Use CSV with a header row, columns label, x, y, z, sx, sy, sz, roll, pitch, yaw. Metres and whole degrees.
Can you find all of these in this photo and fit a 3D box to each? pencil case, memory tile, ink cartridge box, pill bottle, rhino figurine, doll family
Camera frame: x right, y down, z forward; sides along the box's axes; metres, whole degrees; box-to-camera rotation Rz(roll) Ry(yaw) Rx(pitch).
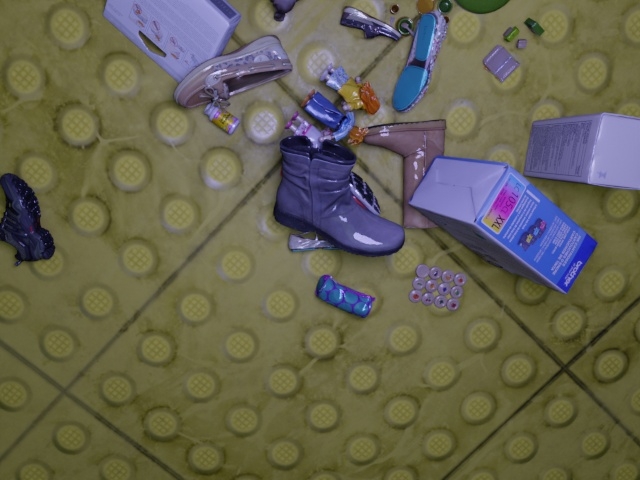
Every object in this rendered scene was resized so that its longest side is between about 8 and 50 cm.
label,x,y,z,sx,sy,sz,roll,pitch,yaw
pencil case,0.064,0.148,1.313,0.151,0.064,0.070,26,115,-9
memory tile,0.322,0.129,1.354,0.148,0.012,0.113,13,100,-6
ink cartridge box,0.441,-0.027,1.168,0.395,0.270,0.151,34,90,-25
ink cartridge box,-0.341,-0.509,1.114,0.275,0.060,0.239,41,141,-11
pill bottle,-0.242,-0.300,1.209,0.083,0.043,0.043,34,97,-10
rhino figurine,-0.029,-0.615,1.127,0.073,0.106,0.243,44,96,-12
doll family,0.047,-0.304,1.152,0.163,0.118,0.263,35,71,-10

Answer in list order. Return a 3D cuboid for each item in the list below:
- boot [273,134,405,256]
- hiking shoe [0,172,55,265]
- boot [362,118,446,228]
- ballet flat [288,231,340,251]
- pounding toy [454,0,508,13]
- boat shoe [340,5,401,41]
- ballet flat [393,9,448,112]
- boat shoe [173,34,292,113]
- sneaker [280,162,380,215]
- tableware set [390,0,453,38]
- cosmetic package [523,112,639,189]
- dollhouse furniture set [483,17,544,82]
label,x,y,z,sx,sy,sz,roll,pitch,yaw
boot,0.053,-0.100,1.128,0.338,0.118,0.223,15,131,2
hiking shoe,-0.747,-0.047,1.204,0.114,0.086,0.227,-16,103,-4
boot,0.220,-0.162,1.249,0.236,0.089,0.269,-5,103,-3
ballet flat,0.000,0.000,1.284,0.168,0.057,0.052,-2,92,-4
pounding toy,0.375,-0.650,1.147,0.237,0.110,0.183,25,99,-9
boat shoe,0.120,-0.511,1.189,0.152,0.056,0.049,26,108,3
ballet flat,0.251,-0.426,1.197,0.091,0.077,0.241,36,120,32
boat shoe,-0.204,-0.377,1.150,0.285,0.104,0.089,-30,87,-3
sneaker,0.025,-0.131,1.251,0.279,0.107,0.118,33,116,-7
tableware set,0.244,-0.547,1.203,0.154,0.024,0.104,3,101,-4
cosmetic package,0.614,-0.208,1.159,0.129,0.296,0.153,7,101,-4
dollhouse furniture set,0.478,-0.481,1.234,0.076,0.058,0.152,35,117,-17
